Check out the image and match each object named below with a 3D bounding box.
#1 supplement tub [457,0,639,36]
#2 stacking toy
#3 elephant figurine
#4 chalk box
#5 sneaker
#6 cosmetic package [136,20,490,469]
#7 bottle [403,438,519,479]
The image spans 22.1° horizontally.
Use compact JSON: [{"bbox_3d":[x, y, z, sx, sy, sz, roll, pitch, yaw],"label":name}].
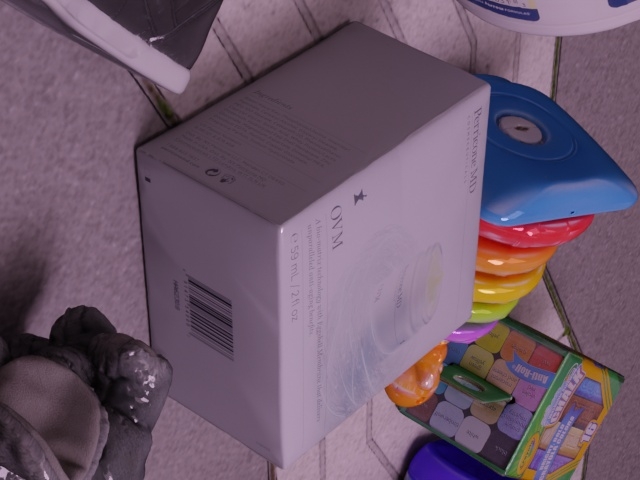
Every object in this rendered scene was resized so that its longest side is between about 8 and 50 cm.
[{"bbox_3d":[0.142,-0.310,1.042,0.235,0.235,0.325,-52,148,-14],"label":"supplement tub"},{"bbox_3d":[0.116,0.025,1.379,0.175,0.166,0.302,-9,134,-35],"label":"stacking toy"},{"bbox_3d":[-0.205,0.102,0.947,0.169,0.186,0.239,-57,154,4],"label":"elephant figurine"},{"bbox_3d":[0.173,0.141,1.548,0.132,0.132,0.213,-61,150,1],"label":"chalk box"},{"bbox_3d":[-0.127,-0.191,0.885,0.147,0.104,0.295,-63,155,-1],"label":"sneaker"},{"bbox_3d":[0.000,0.000,1.182,0.224,0.138,0.224,-37,141,-36],"label":"cosmetic package"},{"bbox_3d":[0.106,0.342,1.627,0.092,0.118,0.283,-4,119,-55],"label":"bottle"}]
